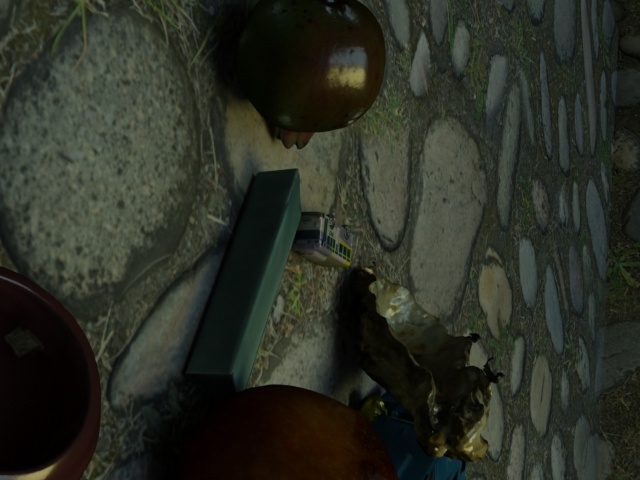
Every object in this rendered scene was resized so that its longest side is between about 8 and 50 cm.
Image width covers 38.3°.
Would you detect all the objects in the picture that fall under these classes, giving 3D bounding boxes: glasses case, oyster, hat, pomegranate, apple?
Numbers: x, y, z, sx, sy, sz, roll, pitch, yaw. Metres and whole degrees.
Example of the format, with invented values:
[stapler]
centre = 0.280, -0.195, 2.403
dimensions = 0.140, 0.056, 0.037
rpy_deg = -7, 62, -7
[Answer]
[glasses case]
centre = -0.081, 0.048, 1.037
dimensions = 0.105, 0.056, 0.266
rpy_deg = 91, 14, -57
[oyster]
centre = 0.147, 0.168, 1.256
dimensions = 0.197, 0.337, 0.133
rpy_deg = 13, 115, -28
[hat]
centre = -0.246, 0.109, 0.640
dimensions = 0.205, 0.089, 0.205
rpy_deg = 33, 37, -29
[pomegranate]
centre = -0.018, -0.190, 1.064
dimensions = 0.180, 0.180, 0.210
rpy_deg = -62, 176, -44
[apple]
centre = -0.031, 0.259, 0.921
dimensions = 0.230, 0.230, 0.230
rpy_deg = 7, 83, -62

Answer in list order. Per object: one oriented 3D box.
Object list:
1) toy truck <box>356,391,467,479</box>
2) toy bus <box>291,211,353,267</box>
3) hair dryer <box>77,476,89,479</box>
[toy truck]
centre = 0.086, 0.337, 1.227
dimensions = 0.385, 0.161, 0.162
rpy_deg = -40, 135, -57
[toy bus]
centre = 0.000, 0.000, 1.183
dimensions = 0.102, 0.052, 0.058
rpy_deg = 31, 60, -60
[hair dryer]
centre = -0.218, 0.253, 0.669
dimensions = 0.044, 0.155, 0.183
rpy_deg = 28, 78, -56
